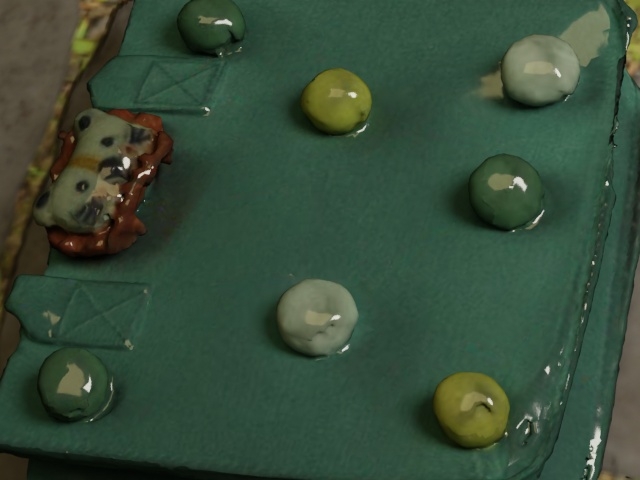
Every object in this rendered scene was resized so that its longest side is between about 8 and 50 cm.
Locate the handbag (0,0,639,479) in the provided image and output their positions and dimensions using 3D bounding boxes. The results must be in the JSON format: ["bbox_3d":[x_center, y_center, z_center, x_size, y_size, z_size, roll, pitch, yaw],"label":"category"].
[{"bbox_3d":[0.001,-0.002,0.739,0.274,0.100,0.269,8,65,18],"label":"handbag"}]
